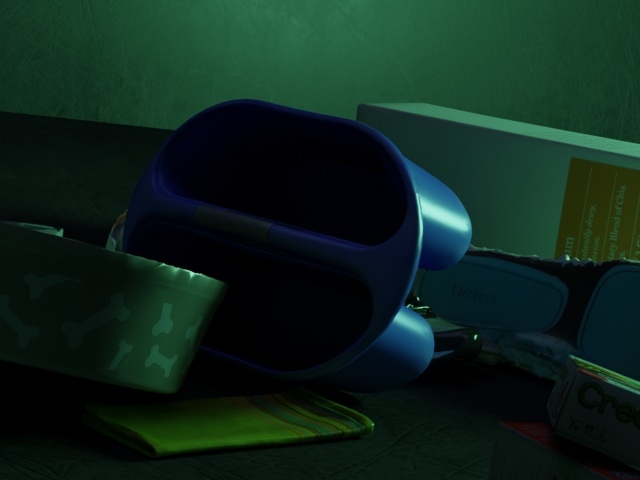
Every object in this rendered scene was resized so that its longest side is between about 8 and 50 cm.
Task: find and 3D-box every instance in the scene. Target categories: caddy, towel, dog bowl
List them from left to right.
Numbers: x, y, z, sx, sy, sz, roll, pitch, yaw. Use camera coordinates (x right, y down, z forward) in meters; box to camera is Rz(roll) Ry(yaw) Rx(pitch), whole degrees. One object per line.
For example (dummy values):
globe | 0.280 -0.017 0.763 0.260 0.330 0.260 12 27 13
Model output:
dog bowl | -0.254 0.045 1.493 0.349 0.102 0.349 12 -4 1
towel | -0.072 0.147 1.495 0.237 0.021 0.102 0 11 -44
caddy | -0.032 0.003 1.673 0.341 0.241 0.179 15 -5 38

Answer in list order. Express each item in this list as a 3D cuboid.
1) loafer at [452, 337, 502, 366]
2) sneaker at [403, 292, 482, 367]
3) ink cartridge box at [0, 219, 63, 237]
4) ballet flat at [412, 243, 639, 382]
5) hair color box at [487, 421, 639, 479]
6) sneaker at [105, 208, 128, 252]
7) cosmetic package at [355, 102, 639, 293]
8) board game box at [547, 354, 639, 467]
loafer | 0.135 0.111 1.885 0.125 0.039 0.045 20 11 42
sneaker | 0.048 0.066 1.860 0.271 0.108 0.100 17 10 39
ink cartridge box | -0.372 0.026 1.871 0.165 0.065 0.332 9 9 -1
ballet flat | 0.284 0.089 1.889 0.409 0.147 0.147 15 11 39
hair color box | 0.178 0.184 1.319 0.043 0.072 0.141 5 10 -30
sneaker | -0.164 0.010 2.118 0.083 0.084 0.215 21 13 36
cosmetic package | 0.257 -0.025 2.254 0.453 0.230 0.161 13 10 34
board game box | 0.319 0.168 1.351 0.305 0.053 0.193 22 2 5
